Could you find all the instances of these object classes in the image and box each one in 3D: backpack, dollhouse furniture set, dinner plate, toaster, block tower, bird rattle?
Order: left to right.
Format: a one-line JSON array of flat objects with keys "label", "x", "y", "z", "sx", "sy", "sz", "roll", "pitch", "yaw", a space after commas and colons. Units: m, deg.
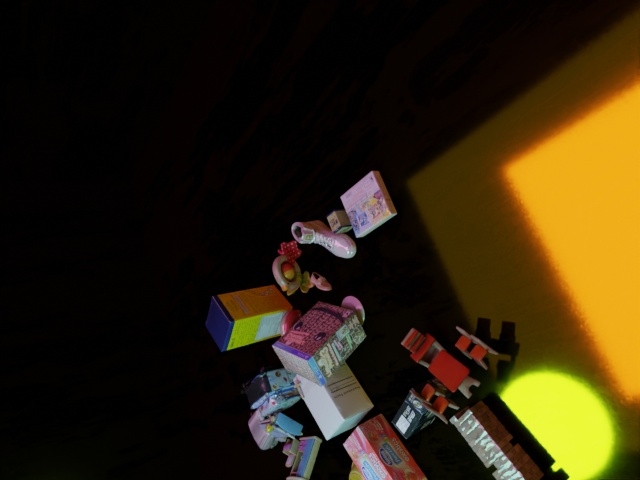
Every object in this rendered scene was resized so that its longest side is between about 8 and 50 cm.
[{"label": "toaster", "x": -0.294, "y": 0.991, "z": 2.308, "sx": 0.227, "sy": 0.129, "sz": 0.146, "roll": 52, "pitch": 127, "yaw": 34}, {"label": "dollhouse furniture set", "x": -0.200, "y": 0.976, "z": 2.021, "sx": 0.303, "sy": 0.198, "sz": 0.286, "roll": 38, "pitch": 138, "yaw": -16}, {"label": "backpack", "x": -0.202, "y": 0.704, "z": 2.058, "sx": 0.276, "sy": 0.263, "sz": 0.213, "roll": -47, "pitch": 66, "yaw": 44}, {"label": "bird rattle", "x": -0.137, "y": 0.130, "z": 1.965, "sx": 0.143, "sy": 0.207, "sz": 0.253, "roll": -17, "pitch": 91, "yaw": 31}, {"label": "dinner plate", "x": 0.130, "y": 0.305, "z": 1.804, "sx": 0.141, "sy": 0.017, "sz": 0.141, "roll": 8, "pitch": 100, "yaw": 50}, {"label": "dollhouse furniture set", "x": 0.374, "y": 0.384, "z": 1.353, "sx": 0.262, "sy": 0.135, "sz": 0.259, "roll": -53, "pitch": 18, "yaw": -2}, {"label": "block tower", "x": 0.553, "y": 0.652, "z": 1.299, "sx": 0.335, "sy": 0.091, "sz": 0.097, "roll": 50, "pitch": 128, "yaw": 33}]

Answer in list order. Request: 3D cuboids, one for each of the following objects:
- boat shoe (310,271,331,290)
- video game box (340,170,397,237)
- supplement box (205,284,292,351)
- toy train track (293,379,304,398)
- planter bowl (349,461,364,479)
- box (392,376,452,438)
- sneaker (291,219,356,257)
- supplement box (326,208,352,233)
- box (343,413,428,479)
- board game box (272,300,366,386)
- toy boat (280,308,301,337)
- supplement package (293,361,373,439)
[{"label": "boat shoe", "x": 0.001, "y": 0.182, "z": 1.911, "sx": 0.135, "sy": 0.050, "sz": 0.045, "roll": 26, "pitch": 119, "yaw": 45}, {"label": "video game box", "x": 0.183, "y": -0.138, "z": 1.660, "sx": 0.205, "sy": 0.048, "sz": 0.187, "roll": -36, "pitch": 66, "yaw": 46}, {"label": "supplement box", "x": -0.350, "y": 0.373, "z": 2.110, "sx": 0.195, "sy": 0.356, "sz": 0.194, "roll": 44, "pitch": 126, "yaw": 37}, {"label": "toy train track", "x": -0.089, "y": 0.637, "z": 1.837, "sx": 0.048, "sy": 0.014, "sz": 0.083, "roll": -39, "pitch": 72, "yaw": 40}, {"label": "planter bowl", "x": 0.184, "y": 1.000, "z": 1.776, "sx": 0.217, "sy": 0.090, "sz": 0.217, "roll": 8, "pitch": 101, "yaw": 48}, {"label": "box", "x": 0.351, "y": 0.576, "z": 1.481, "sx": 0.077, "sy": 0.147, "sz": 0.180, "roll": 43, "pitch": 125, "yaw": 37}, {"label": "sneaker", "x": 0.000, "y": 0.000, "z": 1.799, "sx": 0.292, "sy": 0.169, "sz": 0.108, "roll": 30, "pitch": 115, "yaw": 42}, {"label": "supplement box", "x": 0.083, "y": -0.080, "z": 1.754, "sx": 0.056, "sy": 0.083, "sz": 0.083, "roll": -39, "pitch": 67, "yaw": 46}, {"label": "box", "x": 0.244, "y": 0.854, "z": 1.645, "sx": 0.300, "sy": 0.142, "sz": 0.154, "roll": 52, "pitch": 131, "yaw": 32}, {"label": "board game box", "x": -0.003, "y": 0.408, "z": 1.741, "sx": 0.232, "sy": 0.291, "sz": 0.141, "roll": 5, "pitch": 128, "yaw": 49}, {"label": "toy boat", "x": -0.095, "y": 0.438, "z": 2.015, "sx": 0.151, "sy": 0.151, "sz": 0.231, "roll": -13, "pitch": 85, "yaw": 19}, {"label": "supplement package", "x": 0.049, "y": 0.645, "z": 1.818, "sx": 0.293, "sy": 0.175, "sz": 0.177, "roll": 54, "pitch": 132, "yaw": 31}]
